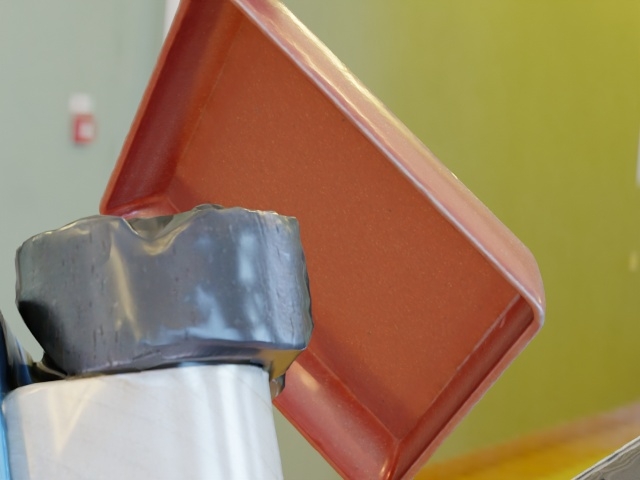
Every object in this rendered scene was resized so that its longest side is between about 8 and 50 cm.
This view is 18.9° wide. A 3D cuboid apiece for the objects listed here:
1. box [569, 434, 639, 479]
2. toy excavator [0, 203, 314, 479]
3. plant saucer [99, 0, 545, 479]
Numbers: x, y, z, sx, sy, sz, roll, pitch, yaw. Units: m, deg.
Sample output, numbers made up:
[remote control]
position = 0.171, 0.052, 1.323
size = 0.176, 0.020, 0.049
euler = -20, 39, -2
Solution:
[box]
position = 0.328, 0.259, 0.901
size = 0.212, 0.294, 0.395
euler = -26, 28, -35
[toy excavator]
position = -0.224, 0.145, 0.801
size = 0.445, 0.222, 0.433
euler = -5, -10, -6
[plant saucer]
position = 0.000, 0.000, 1.081
size = 0.047, 0.258, 0.259
euler = -37, -12, -33
